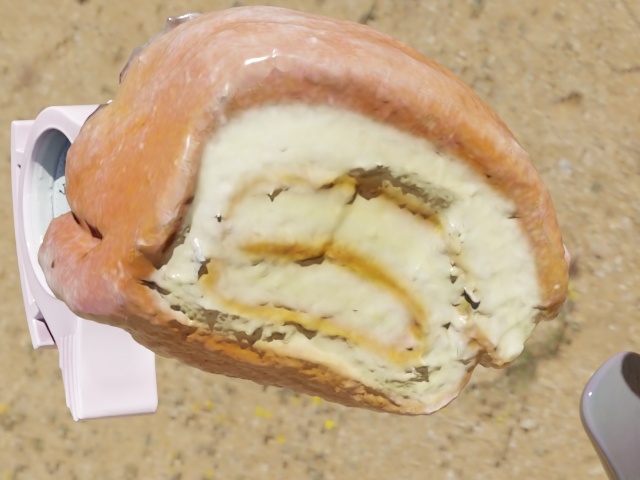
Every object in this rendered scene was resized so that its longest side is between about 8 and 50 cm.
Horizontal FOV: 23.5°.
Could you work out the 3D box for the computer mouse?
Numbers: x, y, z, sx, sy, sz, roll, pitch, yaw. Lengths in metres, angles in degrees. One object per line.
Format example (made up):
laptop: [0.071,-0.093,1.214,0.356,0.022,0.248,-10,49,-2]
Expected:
computer mouse: [0.360,0.231,1.718,0.120,0.232,0.057,-41,28,-27]

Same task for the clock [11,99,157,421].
clock: [-0.191,0.016,1.379,0.275,0.080,0.290,-10,85,58]

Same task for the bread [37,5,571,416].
bread: [0.006,-0.011,0.746,0.190,0.244,0.123,-66,22,19]
